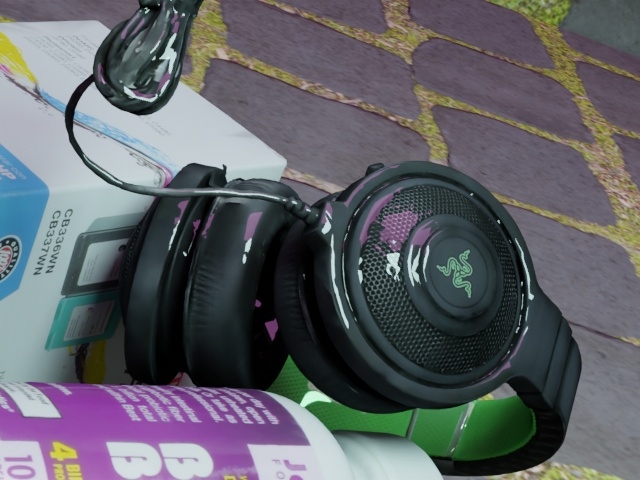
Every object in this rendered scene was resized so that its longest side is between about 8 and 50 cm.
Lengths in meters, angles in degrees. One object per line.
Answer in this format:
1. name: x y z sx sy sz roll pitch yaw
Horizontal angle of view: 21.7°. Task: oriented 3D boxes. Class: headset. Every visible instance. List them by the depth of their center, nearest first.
1. headset: 0.000 0.000 0.919 0.243 0.185 0.394 1 -30 33

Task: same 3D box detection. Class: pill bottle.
1. pill bottle: -0.084 0.156 0.826 0.301 0.169 0.169 5 30 -35

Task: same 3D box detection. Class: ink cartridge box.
1. ink cartridge box: -0.200 -0.006 1.027 0.197 0.198 0.270 36 27 28
